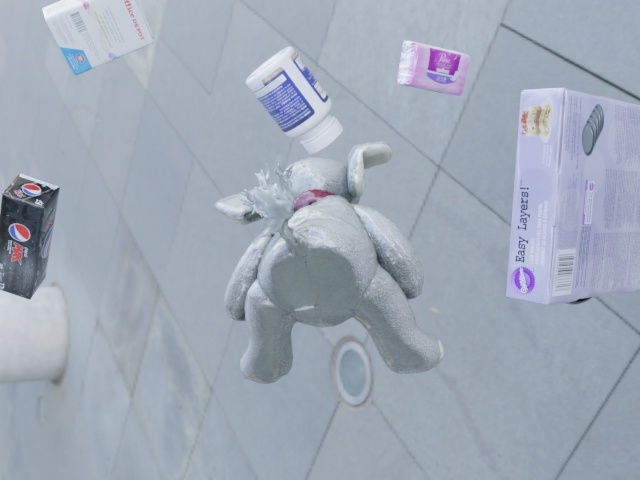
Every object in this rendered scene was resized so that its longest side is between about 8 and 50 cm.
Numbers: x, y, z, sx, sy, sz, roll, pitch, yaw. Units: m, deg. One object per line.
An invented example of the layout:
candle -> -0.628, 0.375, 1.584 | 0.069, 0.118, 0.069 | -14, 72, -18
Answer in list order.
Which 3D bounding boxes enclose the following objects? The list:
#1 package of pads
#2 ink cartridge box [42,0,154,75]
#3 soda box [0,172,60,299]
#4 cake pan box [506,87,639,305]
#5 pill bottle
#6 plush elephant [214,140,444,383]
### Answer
package of pads -> 0.129, -0.198, 0.868 | 0.032, 0.083, 0.050 | 27, 110, 58
ink cartridge box -> -0.305, -0.298, 1.043 | 0.052, 0.122, 0.088 | -124, 11, -50
soda box -> -0.397, -0.003, 1.014 | 0.053, 0.060, 0.169 | -79, 11, -54
cake pan box -> 0.339, -0.049, 0.962 | 0.070, 0.246, 0.266 | 9, 99, 49
pill bottle -> -0.044, -0.262, 1.435 | 0.186, 0.112, 0.112 | 52, 151, -18
plush elephant -> 0.000, 0.000, 1.018 | 0.255, 0.272, 0.330 | -75, -31, -58
